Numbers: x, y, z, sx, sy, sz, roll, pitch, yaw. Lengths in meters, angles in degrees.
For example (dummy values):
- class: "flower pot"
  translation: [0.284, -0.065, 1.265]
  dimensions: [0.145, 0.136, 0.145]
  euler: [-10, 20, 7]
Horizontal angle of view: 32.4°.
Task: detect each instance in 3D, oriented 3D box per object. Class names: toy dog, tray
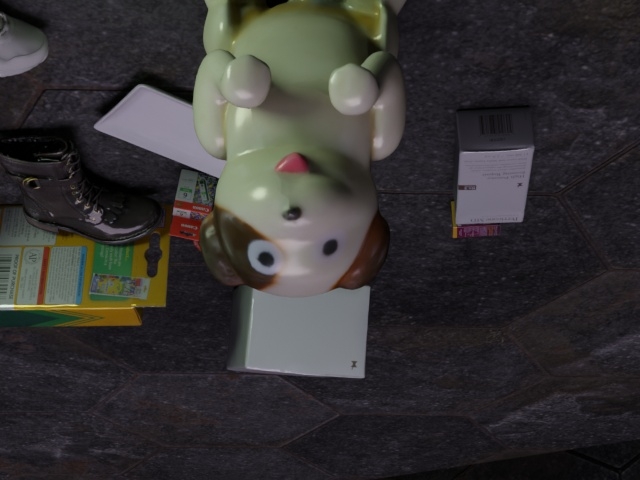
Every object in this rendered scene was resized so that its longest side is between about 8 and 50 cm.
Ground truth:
- class: "toy dog"
  translation: [-0.042, -0.129, 1.380]
  dimensions: [0.285, 0.408, 0.395]
  euler: [6, 151, -11]
- class: "tray"
  translation: [-0.198, -0.169, 1.704]
  dimensions: [0.270, 0.030, 0.145]
  euler: [21, 145, -34]

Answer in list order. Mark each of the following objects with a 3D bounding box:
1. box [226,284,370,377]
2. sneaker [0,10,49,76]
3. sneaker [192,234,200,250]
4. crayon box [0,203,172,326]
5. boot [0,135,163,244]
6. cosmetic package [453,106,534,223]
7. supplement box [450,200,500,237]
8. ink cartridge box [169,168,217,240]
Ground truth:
- class: "box"
  translation: [-0.050, 0.169, 2.076]
  dimensions: [0.215, 0.168, 0.345]
  euler: [6, 173, -10]
- class: "sneaker"
  translation: [-0.460, -0.288, 1.424]
  dimensions: [0.232, 0.090, 0.115]
  euler: [13, 146, -24]
- class: "sneaker"
  translation: [-0.064, -0.006, 1.938]
  dimensions: [0.350, 0.131, 0.148]
  euler: [6, -175, -36]
- class: "crayon box"
  translation: [-0.418, 0.043, 1.915]
  dimensions: [0.323, 0.203, 0.083]
  euler: [-1, 152, 1]
- class: "boot"
  translation: [-0.395, -0.088, 1.790]
  dimensions: [0.263, 0.091, 0.229]
  euler: [3, 152, -2]
- class: "cosmetic package"
  translation: [0.272, -0.114, 1.752]
  dimensions: [0.117, 0.085, 0.231]
  euler: [-3, 150, 6]
- class: "supplement box"
  translation: [0.270, -0.039, 1.922]
  dimensions: [0.083, 0.055, 0.043]
  euler: [-2, 153, 6]
- class: "ink cartridge box"
  translation: [-0.209, -0.058, 1.813]
  dimensions: [0.063, 0.115, 0.029]
  euler: [11, 150, -6]
